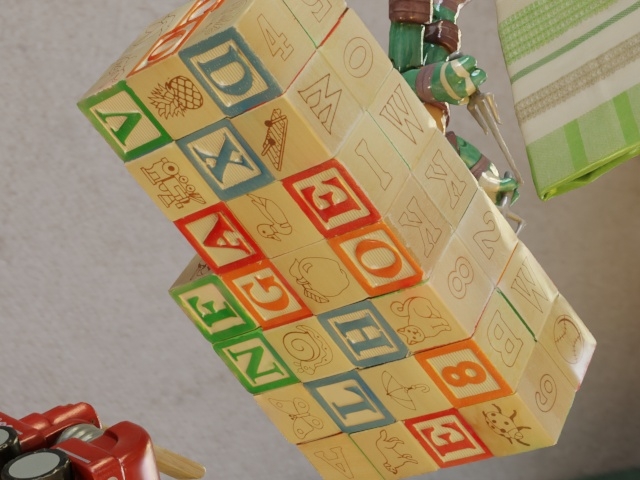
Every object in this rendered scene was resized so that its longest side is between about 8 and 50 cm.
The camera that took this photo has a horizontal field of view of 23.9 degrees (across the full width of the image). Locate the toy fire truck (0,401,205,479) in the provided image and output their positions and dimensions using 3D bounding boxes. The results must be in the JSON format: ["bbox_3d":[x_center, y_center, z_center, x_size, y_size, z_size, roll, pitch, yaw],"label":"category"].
[{"bbox_3d":[-0.200,0.211,1.362,0.246,0.217,0.158,-26,115,-37],"label":"toy fire truck"}]

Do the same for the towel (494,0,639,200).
[{"bbox_3d":[0.143,-0.105,0.763,0.023,0.113,0.152,22,51,-42],"label":"towel"}]

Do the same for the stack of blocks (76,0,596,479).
[{"bbox_3d":[0.000,0.000,0.858,0.297,0.171,0.087,52,44,-21],"label":"stack of blocks"}]

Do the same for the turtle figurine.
[{"bbox_3d":[0.079,-0.091,1.043,0.175,0.118,0.234,60,28,-71],"label":"turtle figurine"}]
